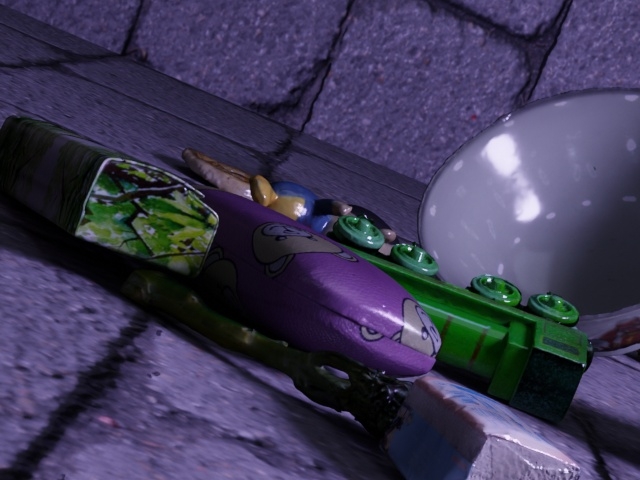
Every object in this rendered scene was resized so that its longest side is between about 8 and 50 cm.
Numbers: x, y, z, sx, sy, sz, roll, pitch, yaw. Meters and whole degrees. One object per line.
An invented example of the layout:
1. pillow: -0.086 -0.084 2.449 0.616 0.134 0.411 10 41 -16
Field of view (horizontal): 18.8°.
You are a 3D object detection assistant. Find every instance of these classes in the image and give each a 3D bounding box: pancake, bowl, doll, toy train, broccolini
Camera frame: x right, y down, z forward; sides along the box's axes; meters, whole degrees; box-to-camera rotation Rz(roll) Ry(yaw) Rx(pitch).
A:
1. pancake: -0.090 -0.065 2.085 0.139 0.022 0.139 24 7 -3
2. bowl: 0.275 0.012 1.912 0.337 0.337 0.157 29 -30 44
3. doll: 0.000 0.000 1.599 0.179 0.102 0.089 14 49 -35
4. toy train: 0.093 0.061 1.508 0.251 0.085 0.119 20 22 1
5. broccolini: -0.023 0.062 1.195 0.057 0.071 0.254 -30 44 -34

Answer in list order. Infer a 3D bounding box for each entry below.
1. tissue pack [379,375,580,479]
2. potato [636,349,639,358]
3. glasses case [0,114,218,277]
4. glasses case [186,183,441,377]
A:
1. tissue pack: 0.086 0.120 1.070 0.074 0.059 0.094 22 7 -27
2. potato: 0.398 0.116 2.092 0.138 0.070 0.091 27 6 21
3. glasses case: -0.159 -0.038 1.371 0.095 0.062 0.272 20 2 -25
4. glasses case: -0.027 0.024 1.343 0.123 0.076 0.316 26 1 -31
